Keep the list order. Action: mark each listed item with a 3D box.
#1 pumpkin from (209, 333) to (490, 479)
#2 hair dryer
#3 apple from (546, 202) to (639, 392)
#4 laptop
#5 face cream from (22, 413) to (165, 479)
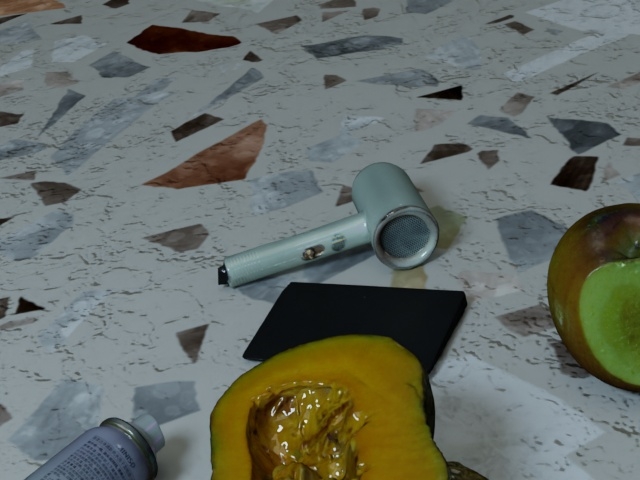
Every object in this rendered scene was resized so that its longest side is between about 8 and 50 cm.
[{"bbox_3d":[0.033,0.197,1.096,0.222,0.139,0.317,-12,28,3],"label":"pumpkin"},{"bbox_3d":[0.000,0.000,1.517,0.236,0.073,0.131,-22,29,-1],"label":"hair dryer"},{"bbox_3d":[0.276,0.048,1.254,0.146,0.147,0.163,-10,32,3],"label":"apple"},{"bbox_3d":[0.035,0.087,1.395,0.197,0.016,0.135,3,34,24],"label":"laptop"},{"bbox_3d":[-0.218,0.223,1.183,0.075,0.075,0.229,16,39,37],"label":"face cream"}]
